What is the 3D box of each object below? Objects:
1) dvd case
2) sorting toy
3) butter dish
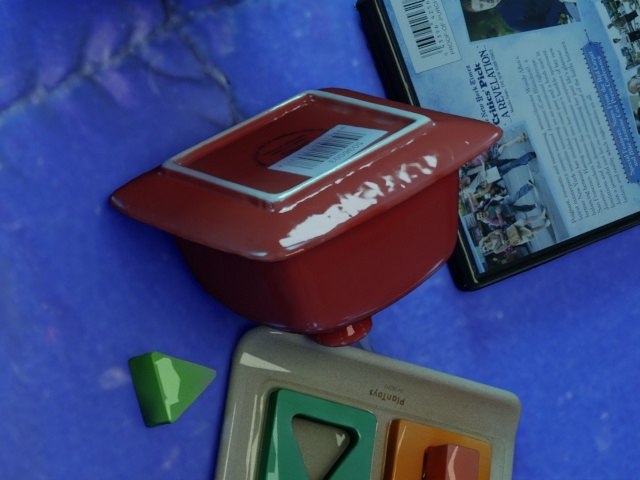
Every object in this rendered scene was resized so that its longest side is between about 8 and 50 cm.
[{"bbox_3d":[0.155,-0.091,1.130,0.253,0.022,0.180,-20,91,-30],"label":"dvd case"},{"bbox_3d":[0.029,0.157,0.999,0.348,0.047,0.196,17,73,-25],"label":"sorting toy"},{"bbox_3d":[0.000,0.000,0.975,0.160,0.160,0.118,-29,118,-30],"label":"butter dish"}]
